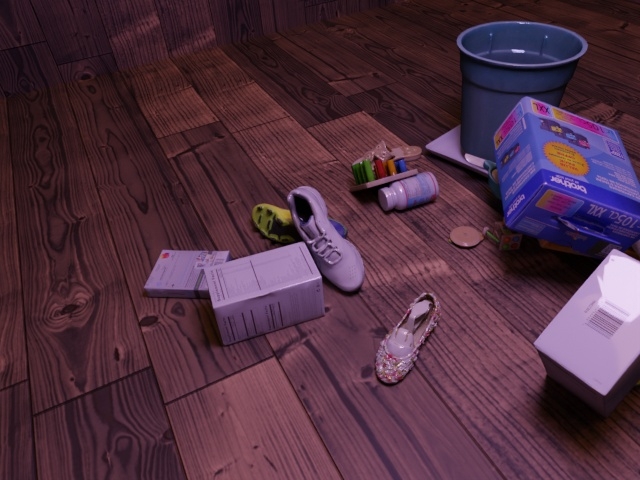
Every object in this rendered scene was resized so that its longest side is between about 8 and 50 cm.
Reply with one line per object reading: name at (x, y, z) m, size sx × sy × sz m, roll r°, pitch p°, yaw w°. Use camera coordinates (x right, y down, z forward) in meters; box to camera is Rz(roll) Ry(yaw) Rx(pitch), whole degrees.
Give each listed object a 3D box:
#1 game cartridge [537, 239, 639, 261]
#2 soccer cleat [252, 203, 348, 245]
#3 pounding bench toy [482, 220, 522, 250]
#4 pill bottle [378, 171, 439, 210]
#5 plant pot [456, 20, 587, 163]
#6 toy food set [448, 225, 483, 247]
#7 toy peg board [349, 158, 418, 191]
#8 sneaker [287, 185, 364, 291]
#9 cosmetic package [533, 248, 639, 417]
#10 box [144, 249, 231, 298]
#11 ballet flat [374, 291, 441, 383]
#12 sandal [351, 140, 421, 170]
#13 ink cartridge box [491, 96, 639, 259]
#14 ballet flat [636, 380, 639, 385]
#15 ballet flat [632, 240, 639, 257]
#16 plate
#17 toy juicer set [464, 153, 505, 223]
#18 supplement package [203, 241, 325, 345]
game cartridge at (0.638, -0.098, 1.304) m, size 0.286 × 0.052 × 0.323 m, roll 10°, pitch 51°, yaw -17°
soccer cleat at (-0.060, -0.039, 1.418) m, size 0.289 × 0.093 × 0.121 m, roll 17°, pitch 20°, yaw 28°
pounding bench toy at (0.470, -0.009, 1.334) m, size 0.084 × 0.052 × 0.065 m, roll -5°, pitch 41°, yaw 0°
pill bottle at (0.252, -0.138, 1.480) m, size 0.160 × 0.087 × 0.087 m, roll -17°, pitch 42°, yaw -13°
plant pot at (0.563, -0.426, 1.522) m, size 0.342 × 0.333 × 0.341 m, roll -3°, pitch 41°, yaw 3°
toy food set at (0.386, -0.010, 1.368) m, size 0.083 × 0.020 × 0.083 m, roll 29°, pitch 52°, yaw 33°
toy peg board at (0.175, -0.206, 1.512) m, size 0.161 × 0.079 × 0.161 m, roll -18°, pitch 6°, yaw -13°
sneaker at (0.000, 0.000, 1.245) m, size 0.111 × 0.129 × 0.297 m, roll -36°, pitch 83°, yaw 12°
cosmetic package at (0.525, 0.176, 0.928) m, size 0.224 × 0.225 × 0.138 m, roll -49°, pitch 52°, yaw -2°
box at (-0.338, 0.085, 1.324) m, size 0.187 × 0.038 × 0.145 m, roll 1°, pitch 41°, yaw 6°
ballet flat at (0.188, 0.198, 1.108) m, size 0.091 × 0.077 × 0.241 m, roll 20°, pitch 47°, yaw 25°
sandal at (0.213, -0.292, 1.667) m, size 0.240 × 0.079 × 0.088 m, roll -13°, pitch 41°, yaw -8°
ink cartridge box at (0.561, -0.125, 1.164) m, size 0.270 × 0.151 × 0.395 m, roll 17°, pitch 49°, yaw -7°
ballet flat at (0.588, 0.204, 1.067) m, size 0.077 × 0.077 × 0.230 m, roll -25°, pitch 44°, yaw 3°
ballet flat at (0.816, 0.024, 1.182) m, size 0.343 × 0.116 × 0.124 m, roll 28°, pitch 63°, yaw 4°
plate at (0.531, -0.296, 1.663) m, size 0.278 × 0.045 × 0.277 m, roll -34°, pitch 48°, yaw -29°
toy juicer set at (0.551, -0.154, 1.404) m, size 0.210 × 0.089 × 0.328 m, roll 5°, pitch 41°, yaw -16°
supplement package at (-0.129, 0.120, 1.187) m, size 0.244 × 0.133 × 0.139 m, roll -15°, pitch 42°, yaw -11°
